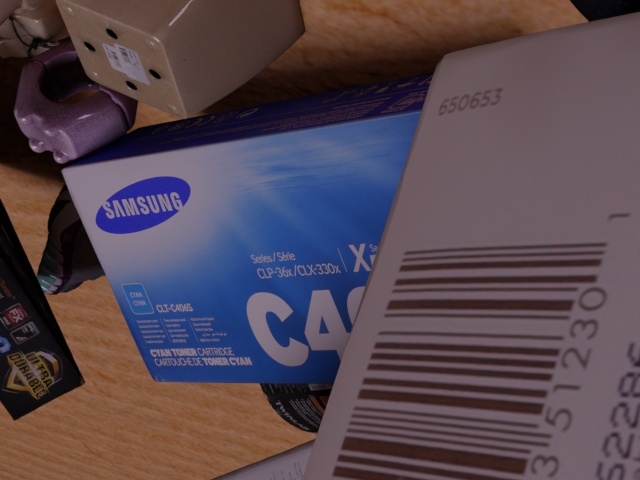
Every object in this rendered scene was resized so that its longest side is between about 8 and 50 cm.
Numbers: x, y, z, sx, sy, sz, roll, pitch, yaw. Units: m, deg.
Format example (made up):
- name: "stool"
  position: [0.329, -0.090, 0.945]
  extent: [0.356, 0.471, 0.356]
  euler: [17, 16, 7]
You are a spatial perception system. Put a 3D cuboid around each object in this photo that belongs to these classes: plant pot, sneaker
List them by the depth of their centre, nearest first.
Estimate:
- name: "plant pot"
  position: [-0.086, -0.135, 0.853]
  extent: [0.109, 0.096, 0.109]
  euler: [25, 154, 22]
- name: "sneaker"
  position: [-0.180, 0.011, 1.272]
  extent: [0.098, 0.083, 0.224]
  euler: [24, 160, -4]

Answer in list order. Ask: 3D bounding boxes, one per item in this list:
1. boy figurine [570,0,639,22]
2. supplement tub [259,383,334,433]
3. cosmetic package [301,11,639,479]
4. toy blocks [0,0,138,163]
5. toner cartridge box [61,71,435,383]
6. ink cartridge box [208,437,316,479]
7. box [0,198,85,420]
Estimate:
- name: "boy figurine"
  position: [0.055, -0.184, 0.586]
  extent: [0.285, 0.092, 0.177]
  euler: [43, 169, -14]
- name: "supplement tub"
  position: [0.044, 0.077, 1.056]
  extent: [0.117, 0.117, 0.190]
  euler: [43, 154, -18]
- name: "cosmetic package"
  position: [0.235, 0.137, 0.550]
  extent: [0.393, 0.329, 0.327]
  euler: [27, 162, -32]
- name: "toy blocks"
  position: [-0.299, -0.146, 0.905]
  extent: [0.288, 0.260, 0.309]
  euler: [23, 154, 23]
- name: "toner cartridge box"
  position: [0.000, 0.000, 0.907]
  extent: [0.348, 0.075, 0.165]
  euler: [-6, 111, 46]
- name: "ink cartridge box"
  position: [0.103, 0.137, 0.900]
  extent: [0.330, 0.324, 0.071]
  euler: [143, 117, -64]
- name: "box"
  position: [-0.307, -0.051, 1.164]
  extent: [0.293, 0.073, 0.295]
  euler: [57, 173, 40]
